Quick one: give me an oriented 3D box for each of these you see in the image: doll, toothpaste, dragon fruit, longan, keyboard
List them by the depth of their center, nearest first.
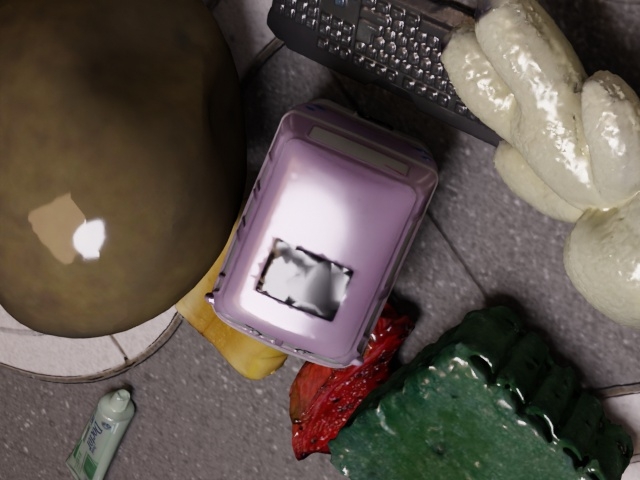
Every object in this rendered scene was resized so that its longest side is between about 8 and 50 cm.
[{"bbox_3d":[0.203,-0.068,1.174,0.149,0.175,0.278,-37,90,10],"label":"doll"},{"bbox_3d":[0.066,-0.158,1.294,0.262,0.016,0.106,28,134,23],"label":"keyboard"},{"bbox_3d":[-0.196,-0.082,1.349,0.288,0.288,0.350,112,155,-44],"label":"longan"},{"bbox_3d":[0.033,0.134,1.473,0.122,0.092,0.192,41,137,10],"label":"dragon fruit"},{"bbox_3d":[-0.251,0.229,1.826,0.064,0.041,0.218,51,142,17],"label":"toothpaste"}]

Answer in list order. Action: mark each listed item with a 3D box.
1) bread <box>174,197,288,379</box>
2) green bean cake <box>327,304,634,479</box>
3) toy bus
[{"bbox_3d":[-0.056,0.039,1.488,0.134,0.085,0.173,46,139,7],"label":"bread"},{"bbox_3d":[0.135,0.177,1.379,0.193,0.107,0.208,45,125,-6],"label":"green bean cake"},{"bbox_3d":[0.000,0.000,1.320,0.142,0.142,0.202,22,109,-1],"label":"toy bus"}]
